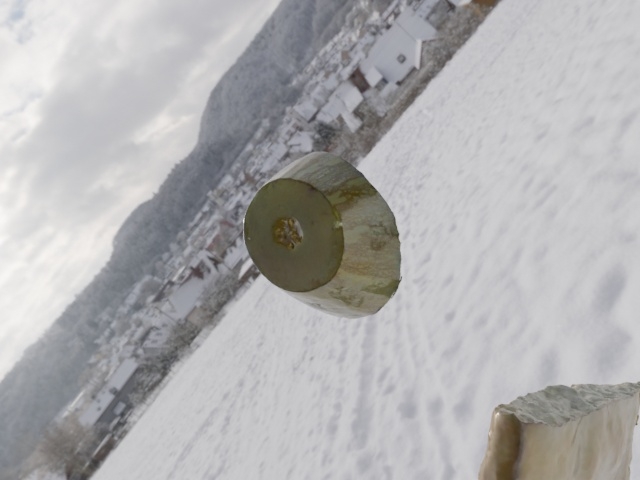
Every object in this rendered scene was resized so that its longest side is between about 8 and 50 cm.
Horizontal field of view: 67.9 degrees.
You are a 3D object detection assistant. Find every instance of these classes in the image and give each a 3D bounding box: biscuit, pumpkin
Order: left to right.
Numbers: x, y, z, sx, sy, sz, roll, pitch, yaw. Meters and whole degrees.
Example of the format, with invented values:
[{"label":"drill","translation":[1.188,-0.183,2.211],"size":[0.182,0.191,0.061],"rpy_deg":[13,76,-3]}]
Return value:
[{"label":"pumpkin","translation":[-0.017,0.005,0.564],"size":[0.110,0.217,0.217],"rpy_deg":[-14,-16,-42]},{"label":"biscuit","translation":[0.353,0.401,0.706],"size":[0.104,0.430,0.445],"rpy_deg":[13,103,48]}]
